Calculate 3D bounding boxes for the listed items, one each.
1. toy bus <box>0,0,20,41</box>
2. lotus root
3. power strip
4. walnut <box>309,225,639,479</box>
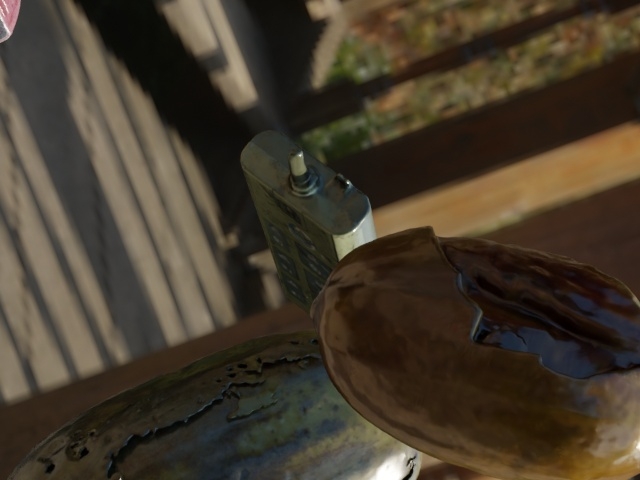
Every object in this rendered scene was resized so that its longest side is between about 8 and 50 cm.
[{"bbox_3d":[-0.310,-0.239,1.573,0.192,0.077,0.065,70,22,-51],"label":"toy bus"},{"bbox_3d":[-0.099,0.201,1.542,0.195,0.398,0.179,66,-12,-7],"label":"lotus root"},{"bbox_3d":[0.000,0.000,1.237,0.092,0.034,0.268,38,-15,20],"label":"power strip"},{"bbox_3d":[0.092,0.059,0.925,0.116,0.207,0.115,-54,155,-39],"label":"walnut"}]
